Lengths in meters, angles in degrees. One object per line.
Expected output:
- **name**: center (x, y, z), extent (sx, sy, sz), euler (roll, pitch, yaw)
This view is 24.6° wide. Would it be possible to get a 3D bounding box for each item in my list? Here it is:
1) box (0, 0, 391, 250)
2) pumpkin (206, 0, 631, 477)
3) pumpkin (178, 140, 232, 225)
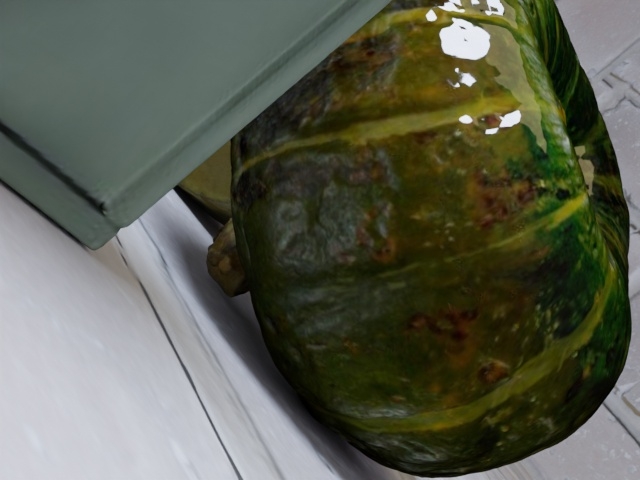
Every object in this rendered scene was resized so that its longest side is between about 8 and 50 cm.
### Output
- **box**: center (-0.058, -0.149, 0.407), extent (0.117, 0.225, 0.225), euler (51, 2, 33)
- **pumpkin**: center (0.037, -0.015, 0.677), extent (0.260, 0.189, 0.260), euler (-17, 90, -73)
- **pumpkin**: center (-0.039, -0.075, 0.851), extent (0.110, 0.217, 0.217), euler (-14, 56, -43)
